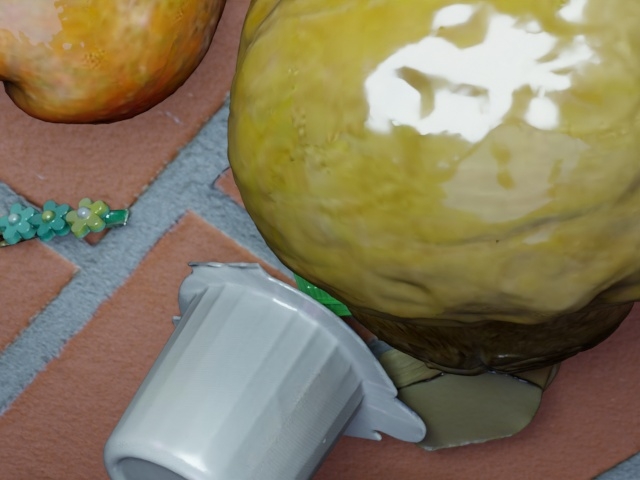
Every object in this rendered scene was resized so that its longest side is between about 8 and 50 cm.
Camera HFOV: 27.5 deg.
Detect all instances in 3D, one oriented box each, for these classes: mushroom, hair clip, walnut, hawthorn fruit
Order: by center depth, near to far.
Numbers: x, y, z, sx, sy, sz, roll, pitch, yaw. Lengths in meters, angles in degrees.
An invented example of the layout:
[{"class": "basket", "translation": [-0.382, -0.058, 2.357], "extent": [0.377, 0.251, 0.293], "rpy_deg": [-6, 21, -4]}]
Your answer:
[{"class": "walnut", "translation": [0.121, -0.112, 0.899], "extent": [0.397, 0.354, 0.308], "rpy_deg": [-10, 114, 23]}, {"class": "hawthorn fruit", "translation": [-0.181, -0.243, 0.962], "extent": [0.277, 0.277, 0.298], "rpy_deg": [34, 109, -13]}, {"class": "mushroom", "translation": [0.149, 0.046, 1.138], "extent": [0.278, 0.146, 0.278], "rpy_deg": [8, 168, 2]}, {"class": "hair clip", "translation": [-0.274, -0.015, 1.321], "extent": [0.173, 0.049, 0.049], "rpy_deg": [-8, 128, 25]}]

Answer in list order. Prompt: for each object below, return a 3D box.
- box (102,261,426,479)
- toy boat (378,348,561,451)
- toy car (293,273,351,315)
[{"class": "box", "translation": [-0.068, 0.194, 1.283], "extent": [0.291, 0.206, 0.262], "rpy_deg": [33, 149, 3]}, {"class": "toy boat", "translation": [0.155, 0.147, 1.318], "extent": [0.188, 0.061, 0.116], "rpy_deg": [-20, 121, 31]}, {"class": "toy car", "translation": [0.000, 0.000, 1.235], "extent": [0.071, 0.062, 0.165], "rpy_deg": [-2, 130, 20]}]
